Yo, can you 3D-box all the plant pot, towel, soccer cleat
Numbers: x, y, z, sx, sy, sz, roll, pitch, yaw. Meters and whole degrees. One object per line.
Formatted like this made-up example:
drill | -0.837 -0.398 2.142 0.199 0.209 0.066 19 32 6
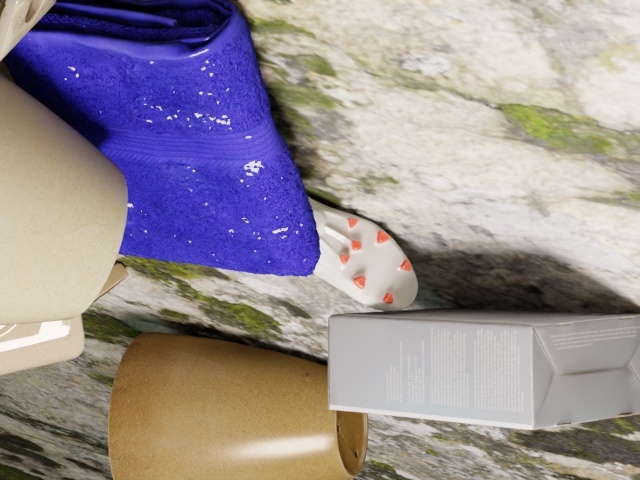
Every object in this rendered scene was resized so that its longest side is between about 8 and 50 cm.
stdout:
plant pot | -0.082 0.221 1.948 0.254 0.237 0.237 -3 152 20
towel | -0.134 -0.079 1.335 0.227 0.076 0.308 12 149 24
plant pot | -0.293 -0.037 1.239 0.274 0.257 0.256 19 163 -30
soccer cleat | 0.000 0.000 1.502 0.196 0.068 0.076 32 163 -11

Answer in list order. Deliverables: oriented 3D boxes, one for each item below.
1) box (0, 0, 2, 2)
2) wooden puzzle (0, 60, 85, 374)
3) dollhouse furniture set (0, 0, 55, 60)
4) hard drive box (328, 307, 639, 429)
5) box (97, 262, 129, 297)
box | -0.267 -0.233 1.024 0.147 0.077 0.180 17 130 11
wooden puzzle | -0.381 -0.011 1.431 0.322 0.080 0.348 -12 125 -15
dollhouse furniture set | -0.254 -0.245 1.129 0.181 0.101 0.161 29 130 0
hard drive box | 0.150 0.108 1.489 0.232 0.089 0.181 1 -179 45
box | -0.317 0.103 1.888 0.021 0.201 0.164 53 156 -3
